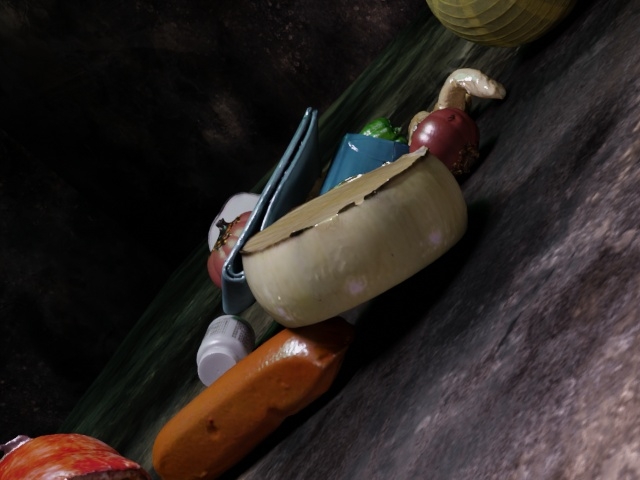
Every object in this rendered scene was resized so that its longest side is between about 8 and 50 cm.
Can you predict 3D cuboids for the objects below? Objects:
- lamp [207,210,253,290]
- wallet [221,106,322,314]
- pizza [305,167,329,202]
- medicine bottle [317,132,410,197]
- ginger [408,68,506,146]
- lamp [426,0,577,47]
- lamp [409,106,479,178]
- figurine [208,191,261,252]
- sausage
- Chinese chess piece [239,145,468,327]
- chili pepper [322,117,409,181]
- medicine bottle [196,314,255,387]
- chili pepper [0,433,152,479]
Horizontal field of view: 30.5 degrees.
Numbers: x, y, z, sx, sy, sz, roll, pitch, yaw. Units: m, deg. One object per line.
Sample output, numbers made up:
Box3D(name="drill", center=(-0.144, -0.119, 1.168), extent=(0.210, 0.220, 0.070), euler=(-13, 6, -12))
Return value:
Box3D(name="lamp", center=(-0.156, 0.019, 2.336), extent=(0.182, 0.140, 0.182), euler=(-52, 13, 17))
Box3D(name="wallet", center=(-0.067, -0.034, 1.756), extent=(0.290, 0.054, 0.251), euler=(-61, -5, -14))
Box3D(name="pizza", center=(-0.003, 0.004, 1.823), extent=(0.188, 0.081, 0.204), euler=(-60, -7, -22))
Box3D(name="medicine bottle", center=(0.053, -0.046, 1.696), extent=(0.079, 0.124, 0.258), euler=(-41, 24, 59))
Box3D(name="ginger", center=(0.193, -0.195, 1.728), extent=(0.089, 0.075, 0.288), euler=(-48, 3, -20))
Box3D(name="lamp", center=(0.276, -0.395, 1.663), extent=(0.284, 0.250, 0.250), euler=(-1, -32, -44))
Box3D(name="lamp", center=(0.156, -0.119, 1.478), extent=(0.101, 0.090, 0.101), euler=(-33, -39, -32))
Box3D(name="figurine", center=(-0.106, -0.022, 2.499), extent=(0.250, 0.166, 0.141), euler=(-9, -4, 40))
Box3D(name="sausage", center=(-0.086, 0.189, 1.356), extent=(0.348, 0.094, 0.097), euler=(-43, 10, 34))
Box3D(name="Chinese chess piece", center=(0.037, -0.004, 1.293), extent=(0.257, 0.104, 0.257), euler=(-29, 7, 4))
Box3D(name="chili pepper", center=(0.047, -0.092, 1.928), extent=(0.099, 0.083, 0.253), euler=(15, -57, -50))
Box3D(name="medicine bottle", center=(-0.147, 0.173, 1.804), extent=(0.079, 0.079, 0.140), euler=(-48, 9, 15))
Box3D(name="chili pepper", center=(-0.296, 0.364, 1.399), extent=(0.251, 0.229, 0.305), euler=(-50, 18, -21))
